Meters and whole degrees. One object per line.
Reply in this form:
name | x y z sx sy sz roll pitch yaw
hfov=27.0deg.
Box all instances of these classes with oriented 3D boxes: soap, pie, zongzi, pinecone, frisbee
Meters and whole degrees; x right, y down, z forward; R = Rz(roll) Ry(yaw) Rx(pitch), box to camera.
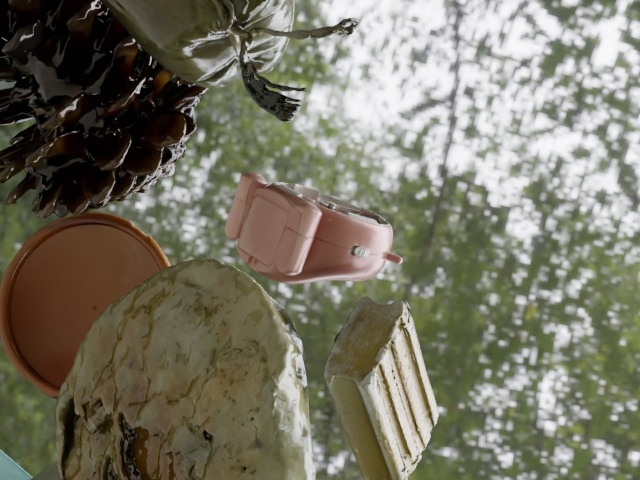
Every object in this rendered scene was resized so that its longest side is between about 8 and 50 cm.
soap | 0.097 0.236 2.026 0.089 0.274 0.173 7 -133 26
pie | -0.104 0.178 0.938 0.339 0.077 0.339 -12 -105 53
zongzi | -0.201 -0.239 1.111 0.181 0.418 0.447 79 -1 -67
pinecone | -0.247 -0.161 1.250 0.246 0.292 0.246 -36 -168 9
frisbee | -0.231 0.068 1.339 0.035 0.192 0.192 24 77 -77

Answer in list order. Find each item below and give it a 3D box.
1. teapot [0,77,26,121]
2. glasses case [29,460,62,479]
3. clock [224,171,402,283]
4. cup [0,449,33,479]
teapot | -0.396 -0.253 1.676 0.280 0.424 0.252 50 -42 23
glasses case | -0.240 0.264 1.469 0.308 0.083 0.128 -32 -172 8
clock | 0.000 0.000 2.100 0.227 0.241 0.142 30 -74 53
cup | -0.466 0.278 1.619 0.134 0.235 0.148 -47 177 16
